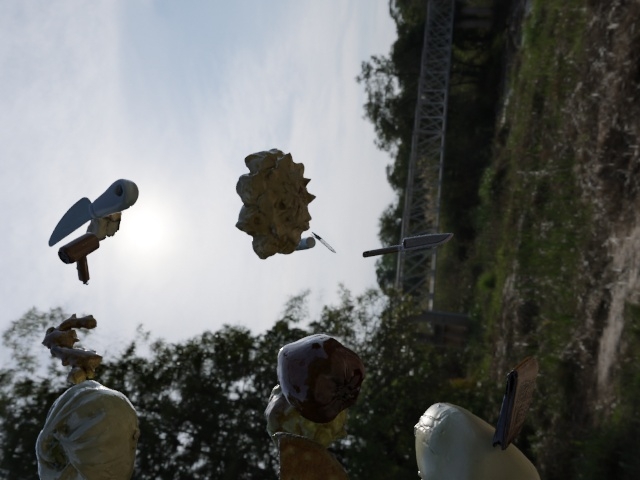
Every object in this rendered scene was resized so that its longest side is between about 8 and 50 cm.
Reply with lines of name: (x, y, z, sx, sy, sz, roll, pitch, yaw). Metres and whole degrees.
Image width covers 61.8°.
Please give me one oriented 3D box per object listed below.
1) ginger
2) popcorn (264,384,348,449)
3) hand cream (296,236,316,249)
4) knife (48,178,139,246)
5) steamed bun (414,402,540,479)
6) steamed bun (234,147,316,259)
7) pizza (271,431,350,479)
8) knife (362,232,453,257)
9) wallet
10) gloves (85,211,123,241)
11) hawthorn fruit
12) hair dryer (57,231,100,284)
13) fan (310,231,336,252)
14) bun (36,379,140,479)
ginger: (-0.614, 0.267, 1.324, 0.193, 0.176, 0.052, -75, -16, -48)
popcorn: (-0.044, 0.583, 1.824, 0.279, 0.274, 0.335, -56, 9, 27)
hand cream: (-0.085, 0.020, 2.085, 0.076, 0.174, 0.047, 17, -109, -30)
knife: (-0.557, -0.069, 1.277, 0.044, 0.331, 0.080, 7, -114, -59)
steamed bun: (0.382, 0.596, 1.383, 0.233, 0.334, 0.312, -50, -16, -12)
steamed bun: (-0.098, -0.091, 1.383, 0.295, 0.137, 0.292, -42, -53, -61)
pizza: (-0.033, 0.612, 1.334, 0.197, 0.292, 0.058, -43, -18, -29)
knife: (0.232, 0.009, 1.452, 0.022, 0.256, 0.046, 60, -151, -36)
wallet: (0.461, 0.379, 1.256, 0.161, 0.042, 0.195, -4, -72, -57)
gloves: (-0.775, -0.061, 1.918, 0.114, 0.070, 0.153, -1, -53, -55)
hawthorn fruit: (-0.014, 0.333, 1.357, 0.208, 0.248, 0.208, -12, -68, -32)
hair dryer: (-0.742, 0.073, 1.657, 0.117, 0.064, 0.181, -44, -29, -49)
fan: (0.000, 0.000, 1.868, 0.005, 0.175, 0.113, -48, -63, -5)
bun: (-0.490, 0.412, 1.099, 0.160, 0.259, 0.259, 13, -101, -47)
